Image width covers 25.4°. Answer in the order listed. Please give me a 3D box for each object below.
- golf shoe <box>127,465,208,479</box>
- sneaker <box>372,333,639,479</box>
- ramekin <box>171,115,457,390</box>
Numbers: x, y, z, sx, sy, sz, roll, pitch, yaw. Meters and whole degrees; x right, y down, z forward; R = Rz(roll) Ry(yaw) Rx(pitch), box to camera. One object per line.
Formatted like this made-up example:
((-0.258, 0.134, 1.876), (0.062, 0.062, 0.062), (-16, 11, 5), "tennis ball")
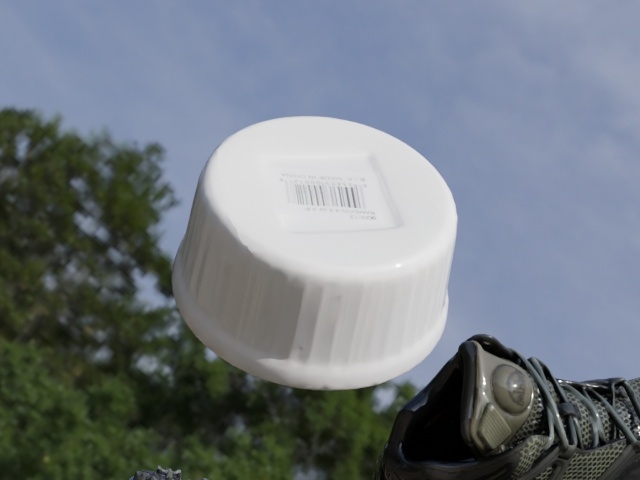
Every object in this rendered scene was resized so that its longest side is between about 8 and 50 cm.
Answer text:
((-0.043, 0.214, 0.919), (0.198, 0.094, 0.077), (13, -6, 20), "golf shoe")
((0.140, 0.106, 0.794), (0.227, 0.087, 0.130), (-10, -36, -5), "sneaker")
((0.000, 0.000, 1.374), (0.277, 0.277, 0.135), (27, -49, 18), "ramekin")
